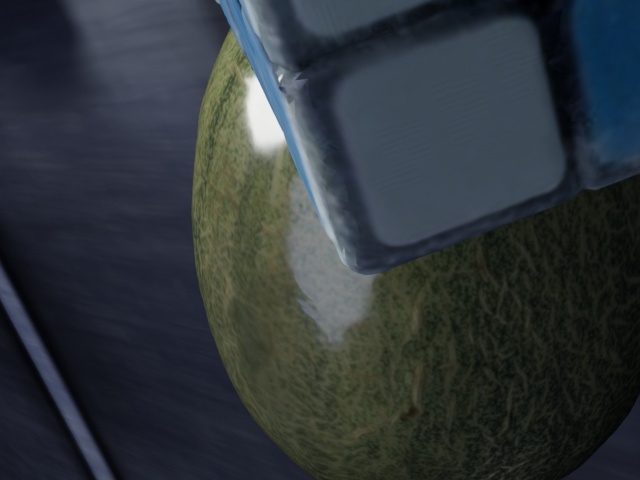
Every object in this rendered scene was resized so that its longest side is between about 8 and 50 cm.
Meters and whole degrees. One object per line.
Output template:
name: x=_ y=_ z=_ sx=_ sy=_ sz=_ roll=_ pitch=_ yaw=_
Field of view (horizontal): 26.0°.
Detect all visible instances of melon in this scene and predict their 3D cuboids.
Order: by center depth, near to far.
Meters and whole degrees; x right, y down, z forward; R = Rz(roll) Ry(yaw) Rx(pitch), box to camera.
melon: x=0.056 y=-0.007 z=0.714 sx=0.248 sy=0.248 sz=0.329 roll=29 pitch=142 yaw=42

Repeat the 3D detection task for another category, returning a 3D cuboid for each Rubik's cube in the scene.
Rubik's cube: x=0.060 y=-0.189 z=0.382 sx=0.259 sy=0.253 sz=0.256 roll=-113 pitch=3 yaw=-57
